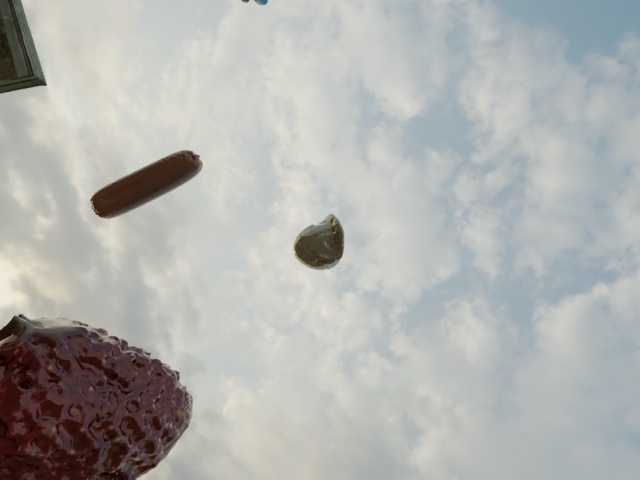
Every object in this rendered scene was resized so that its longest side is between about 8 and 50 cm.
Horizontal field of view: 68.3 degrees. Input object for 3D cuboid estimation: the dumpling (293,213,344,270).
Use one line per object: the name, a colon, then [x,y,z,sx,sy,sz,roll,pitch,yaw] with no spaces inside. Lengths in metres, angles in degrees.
dumpling: [0.004,0.001,1.205,0.181,0.111,0.155,7,-107,31]

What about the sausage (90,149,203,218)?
sausage: [-0.427,-0.141,1.169,0.086,0.289,0.086,53,-17,25]

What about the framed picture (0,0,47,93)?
framed picture: [-0.543,-0.294,0.694,0.274,0.217,0.017,58,-22,26]

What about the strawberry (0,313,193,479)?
strawberry: [-0.357,0.267,0.681,0.343,0.292,0.292,29,-49,-23]

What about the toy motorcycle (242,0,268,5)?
toy motorcycle: [-0.063,-0.473,0.730,0.182,0.272,0.123,3,-31,25]
